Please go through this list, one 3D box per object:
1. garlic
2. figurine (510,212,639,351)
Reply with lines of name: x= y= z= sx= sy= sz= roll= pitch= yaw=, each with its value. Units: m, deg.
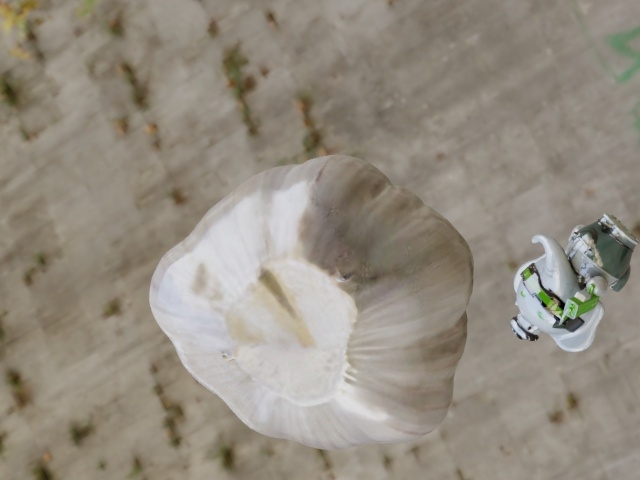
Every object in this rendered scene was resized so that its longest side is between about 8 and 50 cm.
garlic: x=-0.001 y=0.057 z=1.292 sx=0.317 sy=0.317 sz=0.259 roll=63 pitch=-161 yaw=5
figurine: x=0.307 y=0.052 z=1.601 sx=0.126 sy=0.192 sz=0.147 roll=20 pitch=-153 yaw=-43
